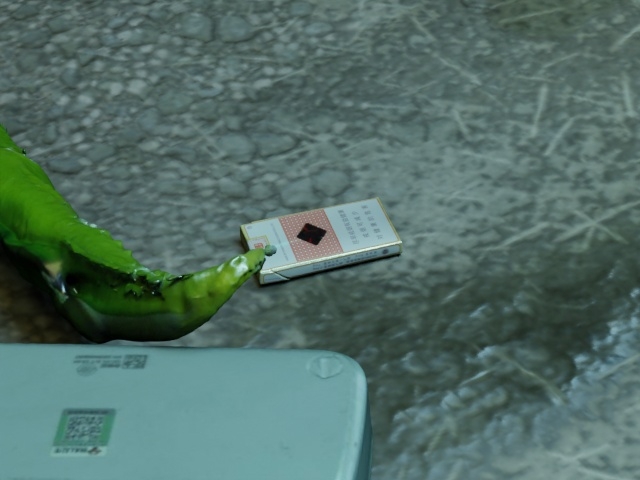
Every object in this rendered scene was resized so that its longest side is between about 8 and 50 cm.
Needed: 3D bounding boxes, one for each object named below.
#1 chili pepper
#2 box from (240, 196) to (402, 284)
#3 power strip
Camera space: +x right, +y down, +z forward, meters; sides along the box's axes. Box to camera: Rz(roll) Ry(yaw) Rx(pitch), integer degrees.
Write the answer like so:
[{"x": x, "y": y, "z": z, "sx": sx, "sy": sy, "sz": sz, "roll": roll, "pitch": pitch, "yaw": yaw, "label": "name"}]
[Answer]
[{"x": -0.156, "y": -0.020, "z": 1.106, "sx": 0.085, "sy": 0.076, "sz": 0.359, "roll": -19, "pitch": 34, "yaw": -33, "label": "chili pepper"}, {"x": 0.000, "y": 0.000, "z": 1.122, "sx": 0.083, "sy": 0.012, "sz": 0.046, "roll": -13, "pitch": 41, "yaw": -11, "label": "box"}, {"x": -0.113, "y": 0.127, "z": 0.939, "sx": 0.265, "sy": 0.059, "sz": 0.193, "roll": 1, "pitch": 35, "yaw": 7, "label": "power strip"}]
